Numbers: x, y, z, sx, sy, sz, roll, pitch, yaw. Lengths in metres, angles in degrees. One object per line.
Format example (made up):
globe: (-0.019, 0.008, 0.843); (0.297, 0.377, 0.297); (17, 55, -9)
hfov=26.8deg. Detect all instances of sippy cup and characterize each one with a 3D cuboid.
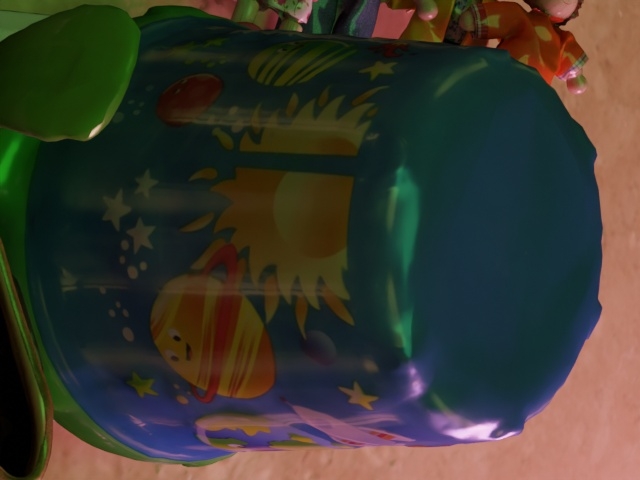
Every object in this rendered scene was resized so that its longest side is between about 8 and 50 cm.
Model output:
sippy cup: (0.000, 0.000, 0.629); (0.305, 0.224, 0.240); (-17, 103, -45)

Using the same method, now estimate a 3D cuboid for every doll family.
doll family: (0.042, -0.150, 0.826); (0.263, 0.118, 0.163); (24, 79, -25)

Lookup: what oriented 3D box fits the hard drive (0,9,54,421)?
hard drive: (-0.188, -0.009, 0.623); (0.308, 0.040, 0.203); (-3, 93, -46)

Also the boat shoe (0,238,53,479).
boat shoe: (-0.182, -0.035, 0.523); (0.111, 0.104, 0.307); (-39, 118, -38)
